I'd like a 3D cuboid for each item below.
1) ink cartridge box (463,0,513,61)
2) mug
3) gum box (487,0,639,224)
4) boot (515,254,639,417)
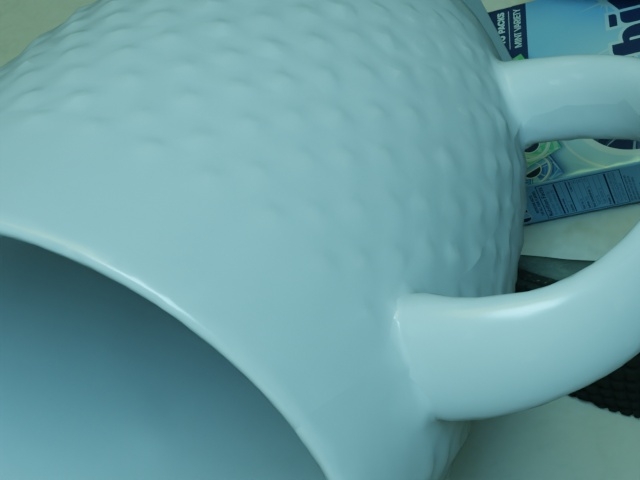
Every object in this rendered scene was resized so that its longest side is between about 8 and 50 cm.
[{"bbox_3d":[-0.007,-0.110,0.861,0.208,0.153,0.087,-11,34,36],"label":"ink cartridge box"},{"bbox_3d":[0.000,0.000,0.648,0.374,0.276,0.328,-6,33,33],"label":"mug"},{"bbox_3d":[0.196,-0.096,0.857,0.184,0.041,0.157,-12,50,18],"label":"gum box"},{"bbox_3d":[0.222,0.018,0.750,0.246,0.083,0.161,12,50,34],"label":"boot"}]
